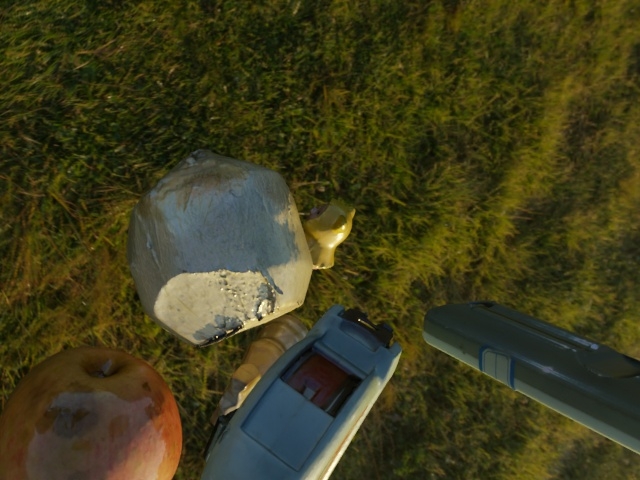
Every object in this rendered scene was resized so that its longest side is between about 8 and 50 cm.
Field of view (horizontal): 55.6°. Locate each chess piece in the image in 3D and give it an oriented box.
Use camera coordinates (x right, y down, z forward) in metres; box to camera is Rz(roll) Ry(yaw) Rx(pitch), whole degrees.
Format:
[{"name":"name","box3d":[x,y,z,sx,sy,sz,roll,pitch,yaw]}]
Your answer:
[{"name":"chess piece","box3d":[-0.126,0.273,1.258,0.301,0.137,0.138,-40,124,-61]}]

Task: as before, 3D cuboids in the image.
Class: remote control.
[{"name":"remote control","box3d":[0.262,0.133,0.665,0.127,0.335,0.066,0,102,-33]}]

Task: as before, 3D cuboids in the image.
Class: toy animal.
[{"name":"toy animal","box3d":[0.001,-0.002,1.642,0.156,0.156,0.230,21,118,-34]}]

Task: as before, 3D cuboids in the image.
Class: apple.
[{"name":"apple","box3d":[-0.459,0.382,1.208,0.363,0.363,0.364,-6,101,-33]}]

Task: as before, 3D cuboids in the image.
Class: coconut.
[{"name":"coconut","box3d":[-0.200,0.003,1.164,0.346,0.346,0.361,-18,82,-31]}]

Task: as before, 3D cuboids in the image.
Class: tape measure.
[{"name":"tape measure","box3d":[-0.035,0.213,0.678,0.246,0.125,0.243,-25,143,-61]}]
